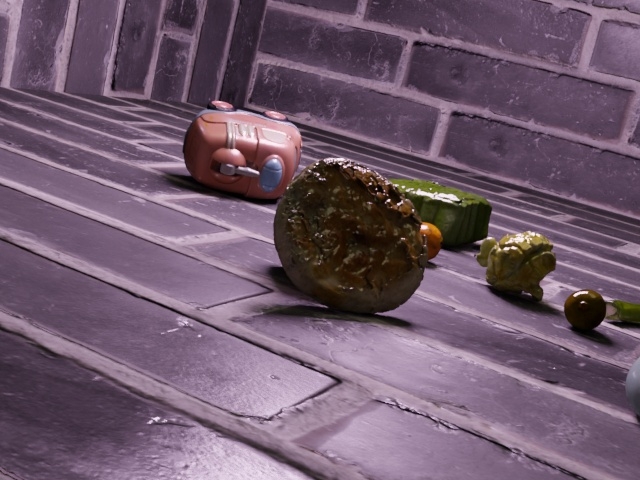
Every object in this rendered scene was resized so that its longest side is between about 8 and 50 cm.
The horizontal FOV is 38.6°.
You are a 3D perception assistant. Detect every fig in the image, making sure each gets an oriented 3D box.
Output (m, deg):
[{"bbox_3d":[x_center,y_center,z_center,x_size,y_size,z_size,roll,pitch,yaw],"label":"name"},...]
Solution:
[{"bbox_3d":[0.476,0.126,1.639,0.074,0.074,0.088,19,-8,24],"label":"fig"}]

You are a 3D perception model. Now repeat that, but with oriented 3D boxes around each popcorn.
[{"bbox_3d":[0.387,0.039,1.778,0.162,0.141,0.135,55,-1,32],"label":"popcorn"}]

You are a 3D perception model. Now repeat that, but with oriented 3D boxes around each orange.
[{"bbox_3d":[0.210,0.002,1.886,0.083,0.083,0.083,13,12,-3],"label":"orange"}]

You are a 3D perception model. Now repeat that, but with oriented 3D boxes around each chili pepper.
[{"bbox_3d":[0.631,0.142,1.785,0.202,0.050,0.052,5,31,-24],"label":"chili pepper"}]

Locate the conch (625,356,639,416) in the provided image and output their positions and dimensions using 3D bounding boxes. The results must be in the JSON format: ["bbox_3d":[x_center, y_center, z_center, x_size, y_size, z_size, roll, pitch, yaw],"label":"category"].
[{"bbox_3d":[0.523,0.217,1.222,0.221,0.121,0.185,17,41,-3],"label":"conch"}]

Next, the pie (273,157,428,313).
[{"bbox_3d":[0.052,-0.006,1.444,0.274,0.274,0.055,8,-23,-25],"label":"pie"}]

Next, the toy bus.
[{"bbox_3d":[-0.178,-0.199,2.153,0.288,0.194,0.232,11,20,-14],"label":"toy bus"}]

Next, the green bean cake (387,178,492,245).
[{"bbox_3d":[0.274,-0.072,2.190,0.248,0.125,0.222,21,14,33],"label":"green bean cake"}]

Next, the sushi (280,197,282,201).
[{"bbox_3d":[-0.006,0.005,1.542,0.107,0.241,0.161,-4,-21,-21],"label":"sushi"}]
